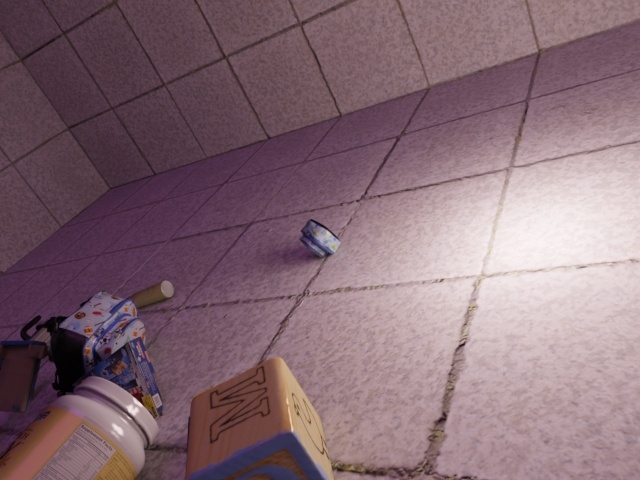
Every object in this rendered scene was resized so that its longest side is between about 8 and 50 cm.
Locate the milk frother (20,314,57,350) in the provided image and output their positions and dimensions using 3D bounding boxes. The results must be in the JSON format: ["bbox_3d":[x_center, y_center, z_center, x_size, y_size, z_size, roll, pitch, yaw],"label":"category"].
[{"bbox_3d":[-1.018,0.360,1.972,0.135,0.129,0.143,-57,-5,-47],"label":"milk frother"}]

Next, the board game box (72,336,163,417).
[{"bbox_3d":[-0.508,0.367,1.347,0.194,0.194,0.060,-22,-1,13],"label":"board game box"}]

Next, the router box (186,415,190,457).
[{"bbox_3d":[-0.235,0.407,1.148,0.092,0.038,0.122,-28,25,1],"label":"router box"}]

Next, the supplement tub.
[{"bbox_3d":[-0.510,0.466,1.076,0.240,0.241,0.331,-8,32,36],"label":"supplement tub"}]

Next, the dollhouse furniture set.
[{"bbox_3d":[-0.856,0.447,1.551,0.303,0.198,0.287,-8,68,25],"label":"dollhouse furniture set"}]

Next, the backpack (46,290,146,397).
[{"bbox_3d":[-0.608,0.278,1.507,0.213,0.277,0.263,15,34,-1],"label":"backpack"}]

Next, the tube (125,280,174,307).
[{"bbox_3d":[-0.625,0.203,1.900,0.240,0.062,0.070,-20,-15,26],"label":"tube"}]

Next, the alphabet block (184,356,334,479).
[{"bbox_3d":[-0.104,0.360,0.936,0.193,0.193,0.197,-25,27,1],"label":"alphabet block"}]

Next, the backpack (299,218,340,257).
[{"bbox_3d":[0.000,0.000,1.608,0.084,0.105,0.114,-55,30,-4],"label":"backpack"}]
